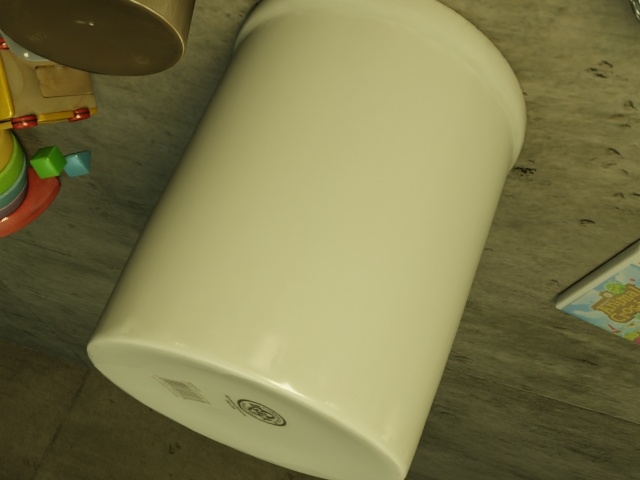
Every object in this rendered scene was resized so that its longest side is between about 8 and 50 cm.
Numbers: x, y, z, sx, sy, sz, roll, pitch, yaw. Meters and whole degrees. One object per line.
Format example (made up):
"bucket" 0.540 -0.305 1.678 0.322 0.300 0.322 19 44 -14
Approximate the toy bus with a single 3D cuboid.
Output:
"toy bus" -0.356 -0.177 0.922 0.104 0.191 0.202 -8 144 21

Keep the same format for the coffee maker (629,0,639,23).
"coffee maker" 0.309 -0.173 0.498 0.171 0.120 0.178 38 151 -30

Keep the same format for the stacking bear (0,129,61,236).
"stacking bear" -0.539 -0.143 1.204 0.175 0.164 0.289 18 149 10

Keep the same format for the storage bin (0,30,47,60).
"storage bin" -0.298 -0.266 0.820 0.098 0.091 0.135 -1 151 3

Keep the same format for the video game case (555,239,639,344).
"video game case" 0.434 0.083 0.999 0.193 0.023 0.212 24 154 -2

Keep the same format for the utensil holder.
"utensil holder" 0.000 0.000 0.772 0.327 0.386 0.328 17 154 9

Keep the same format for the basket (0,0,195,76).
"basket" -0.143 -0.246 0.548 0.154 0.227 0.204 9 165 -15
